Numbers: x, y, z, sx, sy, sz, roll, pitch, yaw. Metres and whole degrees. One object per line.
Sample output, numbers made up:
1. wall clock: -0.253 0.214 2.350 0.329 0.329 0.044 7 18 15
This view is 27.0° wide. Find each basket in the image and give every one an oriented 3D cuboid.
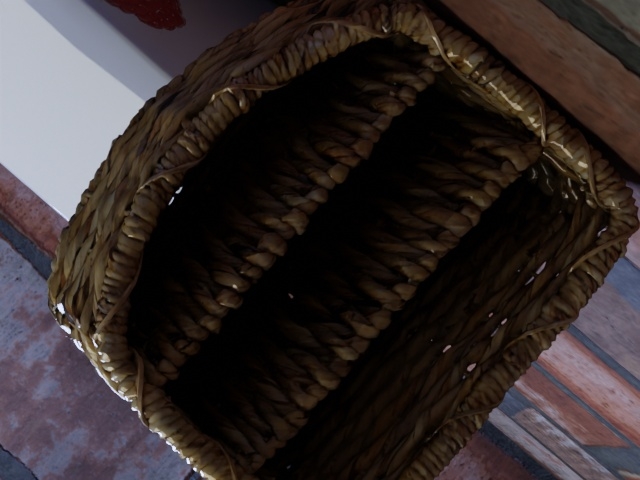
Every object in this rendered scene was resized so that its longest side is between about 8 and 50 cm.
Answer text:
1. basket: 0.000 0.000 0.807 0.213 0.299 0.223 46 174 -33

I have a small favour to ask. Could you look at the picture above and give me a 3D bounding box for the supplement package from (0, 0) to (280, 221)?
1. supplement package: -0.151 -0.133 1.038 0.293 0.175 0.177 40 -143 -3
